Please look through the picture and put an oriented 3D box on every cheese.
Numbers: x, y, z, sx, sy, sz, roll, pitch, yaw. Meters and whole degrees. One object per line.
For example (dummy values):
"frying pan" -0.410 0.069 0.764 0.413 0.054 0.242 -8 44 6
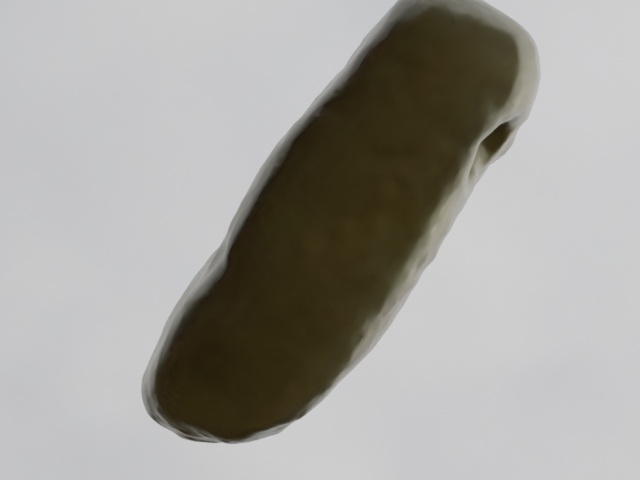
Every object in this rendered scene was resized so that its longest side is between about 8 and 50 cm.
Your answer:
"cheese" 0.000 0.000 1.347 0.129 0.328 0.351 37 -7 -1
